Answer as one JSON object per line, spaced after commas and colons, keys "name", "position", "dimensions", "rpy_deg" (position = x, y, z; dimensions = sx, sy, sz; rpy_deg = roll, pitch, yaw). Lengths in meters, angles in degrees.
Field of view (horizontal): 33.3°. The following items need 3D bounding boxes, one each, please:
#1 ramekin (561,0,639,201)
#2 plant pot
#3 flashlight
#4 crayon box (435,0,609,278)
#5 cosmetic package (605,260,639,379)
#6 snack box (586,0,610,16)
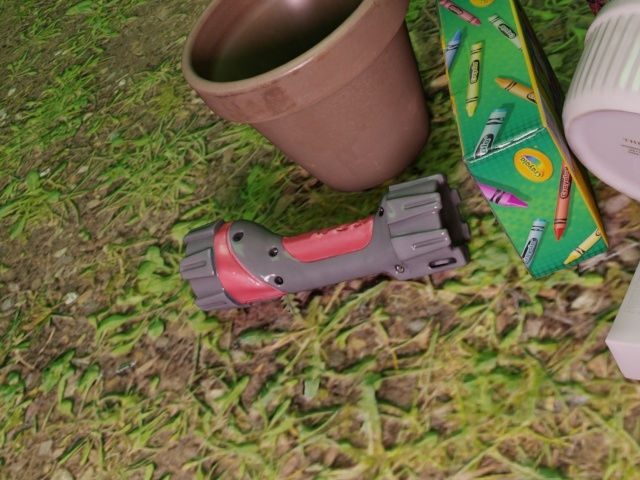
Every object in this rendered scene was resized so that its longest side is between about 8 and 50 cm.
{"name": "ramekin", "position": [0.308, -0.108, 0.918], "dimensions": [0.207, 0.207, 0.109], "rpy_deg": [14, 69, 46]}
{"name": "plant pot", "position": [0.012, -0.180, 1.201], "dimensions": [0.263, 0.229, 0.263], "rpy_deg": [-22, 39, 19]}
{"name": "flashlight", "position": [0.000, 0.000, 1.125], "dimensions": [0.304, 0.103, 0.103], "rpy_deg": [-16, 46, 27]}
{"name": "crayon box", "position": [0.193, -0.121, 1.048], "dimensions": [0.081, 0.165, 0.278], "rpy_deg": [-23, 39, 19]}
{"name": "cosmetic package", "position": [0.348, 0.069, 0.806], "dimensions": [0.239, 0.060, 0.099], "rpy_deg": [6, 56, 42]}
{"name": "snack box", "position": [0.407, -0.308, 1.135], "dimensions": [0.174, 0.070, 0.207], "rpy_deg": [-50, 32, -15]}
